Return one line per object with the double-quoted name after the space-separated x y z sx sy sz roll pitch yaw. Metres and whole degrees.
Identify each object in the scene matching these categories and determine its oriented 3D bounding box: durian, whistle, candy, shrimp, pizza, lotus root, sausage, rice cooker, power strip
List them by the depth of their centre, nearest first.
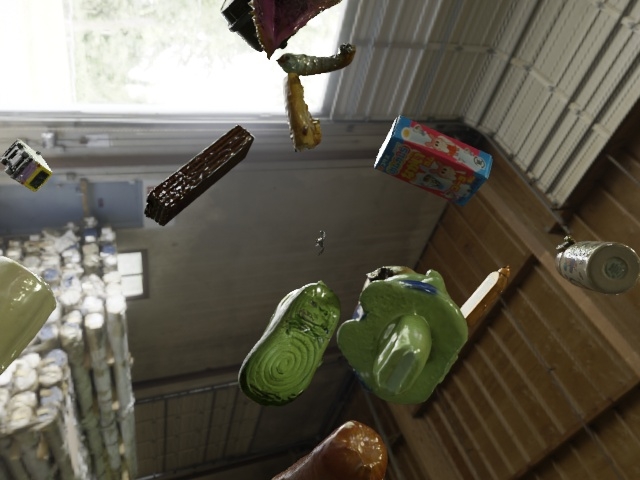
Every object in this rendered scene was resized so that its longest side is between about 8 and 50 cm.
0.064 0.074 0.399 0.105 0.085 0.227 -58 170 7 "whistle"
0.003 0.324 0.687 0.089 0.083 0.300 44 -42 10 "sausage"
-0.048 -0.522 1.011 0.154 0.260 0.186 69 12 14 "durian"
0.149 0.109 1.028 0.118 0.221 0.125 30 -99 46 "lotus root"
-0.004 -0.396 1.117 0.166 0.161 0.049 7 -79 63 "shrimp"
-0.035 -0.259 1.135 0.161 0.062 0.182 63 15 -56 "pizza"
0.385 0.129 1.195 0.178 0.028 0.049 -55 -171 15 "power strip"
0.330 -0.232 1.518 0.157 0.306 0.100 116 -2 -59 "candy"
-0.177 -0.752 1.657 0.267 0.224 0.267 -33 -143 29 "rice cooker"

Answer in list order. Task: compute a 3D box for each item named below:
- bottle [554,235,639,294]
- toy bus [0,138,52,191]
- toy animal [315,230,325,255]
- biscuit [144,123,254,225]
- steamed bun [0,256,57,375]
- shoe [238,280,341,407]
0.531 0.044 1.014 0.110 0.097 0.209 61 5 1 "bottle"
-0.503 -0.129 0.875 0.102 0.052 0.058 36 -7 43 "toy bus"
-0.001 0.000 1.513 0.050 0.028 0.084 84 10 -62 "toy animal"
-0.333 -0.187 1.434 0.073 0.388 0.107 41 -38 0 "biscuit"
-0.606 0.138 0.940 0.200 0.170 0.225 -31 -156 51 "steamed bun"
-0.049 0.204 1.009 0.262 0.140 0.128 -59 180 -2 "shoe"
